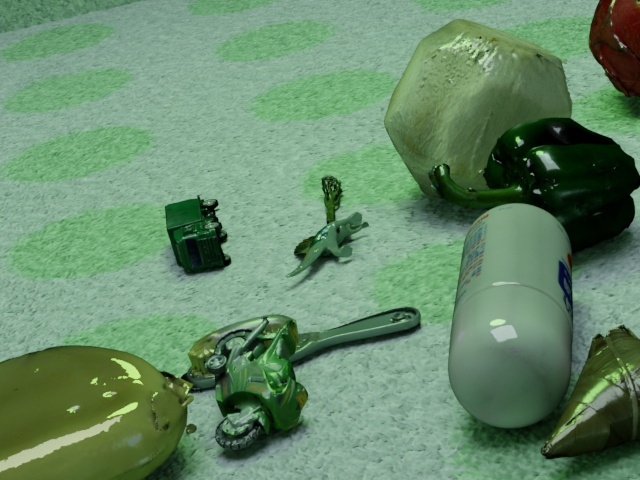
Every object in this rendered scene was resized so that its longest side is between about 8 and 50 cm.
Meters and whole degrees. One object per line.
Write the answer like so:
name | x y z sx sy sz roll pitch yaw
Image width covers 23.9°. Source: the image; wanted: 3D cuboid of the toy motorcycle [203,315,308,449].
toy motorcycle | -0.067 0.155 1.651 0.106 0.074 0.190 -14 34 6

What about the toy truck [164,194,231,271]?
toy truck | -0.171 -0.009 2.110 0.079 0.065 0.147 -15 22 -3

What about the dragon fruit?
dragon fruit | 0.530 -0.326 2.325 0.241 0.241 0.252 4 29 33

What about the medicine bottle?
medicine bottle | 0.207 0.081 1.629 0.130 0.130 0.341 -6 22 12

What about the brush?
brush | -0.028 0.106 1.772 0.297 0.060 0.068 -15 20 -8

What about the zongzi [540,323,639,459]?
zongzi | 0.269 0.155 1.503 0.176 0.078 0.160 -19 18 -11

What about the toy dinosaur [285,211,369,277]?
toy dinosaur | 0.001 0.004 2.040 0.187 0.044 0.106 -38 19 -25

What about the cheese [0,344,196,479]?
cheese | -0.282 0.207 1.584 0.316 0.128 0.259 -19 31 -3

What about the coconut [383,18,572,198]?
coconut | 0.215 -0.166 2.093 0.245 0.247 0.245 19 15 -5

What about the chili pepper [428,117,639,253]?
chili pepper | 0.267 -0.060 1.900 0.261 0.165 0.174 -12 40 -11

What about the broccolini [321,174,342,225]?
broccolini | 0.014 -0.058 2.178 0.030 0.035 0.140 -12 23 7
